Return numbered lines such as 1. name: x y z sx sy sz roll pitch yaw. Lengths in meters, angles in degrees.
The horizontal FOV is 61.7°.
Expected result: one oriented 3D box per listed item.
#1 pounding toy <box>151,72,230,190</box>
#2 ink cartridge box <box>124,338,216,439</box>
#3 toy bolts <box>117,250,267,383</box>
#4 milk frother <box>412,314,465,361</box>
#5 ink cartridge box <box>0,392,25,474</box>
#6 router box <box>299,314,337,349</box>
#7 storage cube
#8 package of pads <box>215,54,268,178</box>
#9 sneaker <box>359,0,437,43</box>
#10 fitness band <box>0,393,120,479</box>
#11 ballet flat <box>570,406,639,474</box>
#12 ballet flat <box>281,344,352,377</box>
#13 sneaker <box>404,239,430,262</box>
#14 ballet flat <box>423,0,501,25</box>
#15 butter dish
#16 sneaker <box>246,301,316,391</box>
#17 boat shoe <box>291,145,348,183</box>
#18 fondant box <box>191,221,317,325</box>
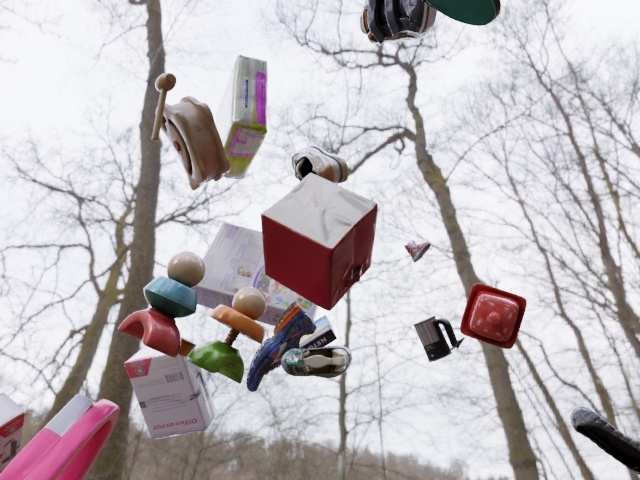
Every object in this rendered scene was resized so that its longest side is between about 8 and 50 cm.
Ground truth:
1. pounding toy: -0.333 -0.239 1.232 0.154 0.155 0.269 11 -57 54
2. ink cartridge box: -0.376 0.377 1.361 0.159 0.217 0.092 -13 9 10
3. toy bolts: -0.219 0.113 0.902 0.218 0.158 0.228 16 -17 34
4. milk frother: 0.399 0.314 1.785 0.129 0.134 0.143 -26 -9 23
5. ink cartridge box: -0.517 0.316 0.818 0.056 0.099 0.135 33 -59 15
6. router box: -0.040 0.320 1.709 0.179 0.133 0.046 -32 -77 -1
7. storage cube: 0.000 0.000 1.190 0.215 0.184 0.193 27 -40 25
8. package of pads: -0.224 -0.326 1.491 0.101 0.229 0.296 6 -22 -19
9. sneaker: 0.169 -0.516 1.228 0.128 0.126 0.321 -5 10 -6
10. fitness band: -0.367 0.329 0.708 0.054 0.291 0.209 28 -66 1
11. ballet flat: 0.470 0.330 0.844 0.173 0.049 0.057 34 -52 12
12. ballet flat: 0.011 0.244 1.071 0.188 0.070 0.070 3 -27 -41
13. sneaker: 0.308 0.019 1.716 0.042 0.067 0.118 -25 -20 -24
14. ballet flat: 0.134 -0.337 0.663 0.203 0.074 0.074 24 -34 0
15. butter dish: 0.485 0.215 1.501 0.160 0.160 0.118 17 2 15
16. sneaker: -0.089 0.247 1.186 0.087 0.221 0.083 35 3 -2
17. boat shoe: -0.031 -0.235 1.692 0.103 0.113 0.302 -13 17 -25
18. fondant box: -0.152 0.097 1.449 0.330 0.238 0.096 14 -43 8
